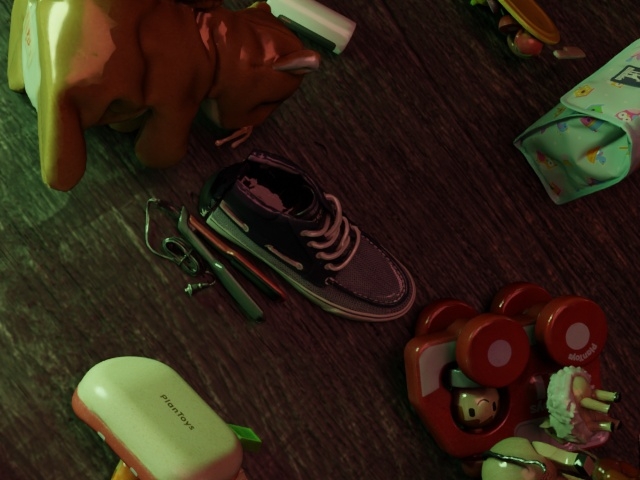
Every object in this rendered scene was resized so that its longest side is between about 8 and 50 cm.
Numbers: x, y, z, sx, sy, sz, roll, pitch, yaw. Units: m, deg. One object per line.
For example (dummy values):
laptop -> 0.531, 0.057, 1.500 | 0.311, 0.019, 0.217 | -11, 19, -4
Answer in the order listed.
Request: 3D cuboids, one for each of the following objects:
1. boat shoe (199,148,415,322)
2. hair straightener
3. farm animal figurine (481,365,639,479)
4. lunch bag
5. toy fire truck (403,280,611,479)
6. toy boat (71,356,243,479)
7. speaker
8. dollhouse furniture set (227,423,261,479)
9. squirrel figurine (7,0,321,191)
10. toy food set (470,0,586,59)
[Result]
boat shoe -> 0.000, 0.000, 1.564 | 0.341, 0.158, 0.127 | 28, 70, -11
hair straightener -> -0.157, 0.032, 1.563 | 0.230, 0.047, 0.089 | 44, 68, -5
farm animal figurine -> 0.289, 0.375, 1.533 | 0.330, 0.172, 0.326 | -51, 134, -34
lunch bag -> 0.450, -0.185, 1.706 | 0.223, 0.262, 0.160 | -36, 91, -22
toy fire truck -> 0.269, 0.204, 1.620 | 0.302, 0.169, 0.253 | -11, 100, -20
toy boat -> -0.220, 0.259, 1.446 | 0.231, 0.151, 0.151 | 43, 27, 18
speaker -> -0.018, -0.329, 1.692 | 0.136, 0.055, 0.055 | 27, 70, -12
dollhouse furniture set -> -0.126, 0.324, 1.519 | 0.076, 0.058, 0.151 | 15, 92, -23
squirrel figurine -> -0.182, -0.283, 1.459 | 0.370, 0.281, 0.397 | -3, 120, -25
toy food set -> 0.300, -0.336, 1.785 | 0.218, 0.071, 0.128 | 49, 30, 8
